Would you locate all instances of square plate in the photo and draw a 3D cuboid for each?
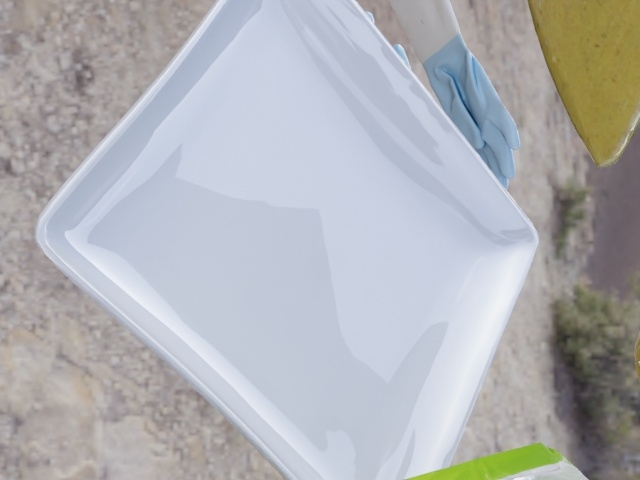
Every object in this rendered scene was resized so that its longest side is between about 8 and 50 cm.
[{"bbox_3d":[0.000,0.000,0.830,0.344,0.049,0.347,48,49,-22],"label":"square plate"}]

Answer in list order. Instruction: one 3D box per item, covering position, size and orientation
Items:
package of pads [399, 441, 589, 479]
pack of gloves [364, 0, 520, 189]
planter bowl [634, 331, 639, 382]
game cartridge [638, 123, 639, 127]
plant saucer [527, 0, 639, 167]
[{"bbox_3d":[0.015,0.253,0.598,0.101,0.296,0.229,-155,-126,-75],"label":"package of pads"},{"bbox_3d":[0.106,-0.135,1.089,0.046,0.195,0.232,-20,82,-31],"label":"pack of gloves"},{"bbox_3d":[0.371,0.123,1.141,0.090,0.217,0.217,-26,115,-20],"label":"planter bowl"},{"bbox_3d":[0.371,-0.109,0.710,0.230,0.355,0.068,49,46,5],"label":"game cartridge"},{"bbox_3d":[0.185,-0.243,0.469,0.333,0.081,0.333,-50,163,-43],"label":"plant saucer"}]
